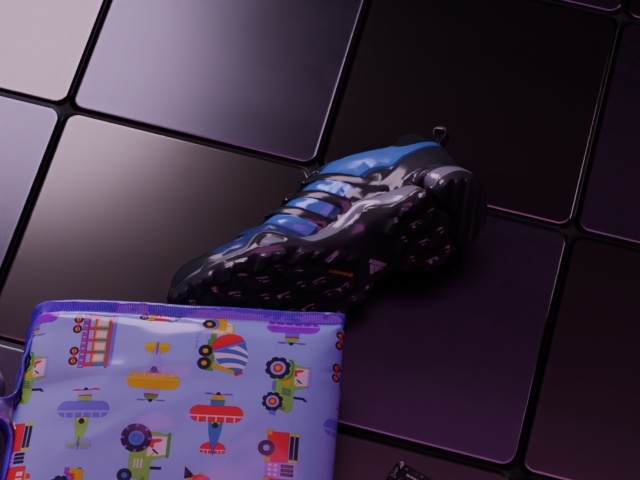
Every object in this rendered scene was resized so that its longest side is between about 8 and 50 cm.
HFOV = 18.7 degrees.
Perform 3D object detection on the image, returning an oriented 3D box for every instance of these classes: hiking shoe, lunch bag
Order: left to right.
[{"bbox_3d":[-0.138,0.166,1.633,0.293,0.138,0.221,9,63,-6],"label":"lunch bag"},{"bbox_3d":[0.000,0.000,1.778,0.304,0.113,0.132,-21,35,-5],"label":"hiking shoe"}]

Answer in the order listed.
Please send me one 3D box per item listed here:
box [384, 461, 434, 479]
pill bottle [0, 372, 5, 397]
[{"bbox_3d":[0.102,0.297,1.624,0.180,0.077,0.147,30,66,13],"label":"box"},{"bbox_3d":[-0.385,0.081,1.697,0.124,0.124,0.221,-35,69,-17],"label":"pill bottle"}]
